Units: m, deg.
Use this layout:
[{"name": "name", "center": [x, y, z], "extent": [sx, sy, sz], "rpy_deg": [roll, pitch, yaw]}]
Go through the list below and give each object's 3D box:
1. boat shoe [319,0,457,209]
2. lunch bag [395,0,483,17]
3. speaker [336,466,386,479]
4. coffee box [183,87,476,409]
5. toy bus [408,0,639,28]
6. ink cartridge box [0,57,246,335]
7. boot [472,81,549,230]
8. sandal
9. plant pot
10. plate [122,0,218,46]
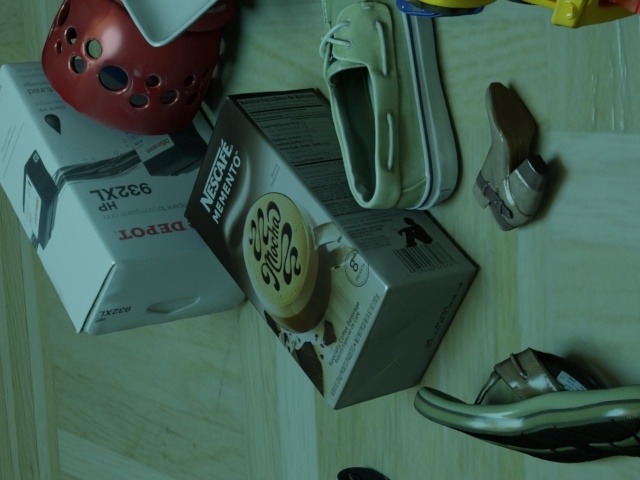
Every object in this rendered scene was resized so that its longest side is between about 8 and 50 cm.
[{"name": "boat shoe", "center": [0.049, -0.174, 1.287], "extent": [0.109, 0.094, 0.302], "rpy_deg": [-27, 76, 51]}, {"name": "lunch bag", "center": [0.105, -0.251, 1.222], "extent": [0.067, 0.065, 0.098], "rpy_deg": [14, 109, 50]}, {"name": "speaker", "center": [0.038, 0.311, 1.441], "extent": [0.055, 0.055, 0.136], "rpy_deg": [24, 116, 47]}, {"name": "coffee box", "center": [0.000, 0.000, 1.369], "extent": [0.297, 0.118, 0.168], "rpy_deg": [50, 134, 33]}, {"name": "toy bus", "center": [0.185, -0.221, 1.012], "extent": [0.211, 0.220, 0.149], "rpy_deg": [38, 130, 33]}, {"name": "ink cartridge box", "center": [-0.224, -0.062, 1.559], "extent": [0.307, 0.223, 0.129], "rpy_deg": [57, 136, 27]}, {"name": "boot", "center": [0.161, -0.070, 1.214], "extent": [0.087, 0.042, 0.118], "rpy_deg": [-56, 47, 52]}, {"name": "sandal", "center": [0.207, 0.136, 1.162], "extent": [0.302, 0.120, 0.086], "rpy_deg": [-11, 61, 51]}, {"name": "plant pot", "center": [-0.199, -0.239, 1.516], "extent": [0.191, 0.191, 0.174], "rpy_deg": [55, 134, 30]}, {"name": "plate", "center": [-0.117, -0.365, 1.404], "extent": [0.278, 0.045, 0.277], "rpy_deg": [-38, 61, 7]}]
